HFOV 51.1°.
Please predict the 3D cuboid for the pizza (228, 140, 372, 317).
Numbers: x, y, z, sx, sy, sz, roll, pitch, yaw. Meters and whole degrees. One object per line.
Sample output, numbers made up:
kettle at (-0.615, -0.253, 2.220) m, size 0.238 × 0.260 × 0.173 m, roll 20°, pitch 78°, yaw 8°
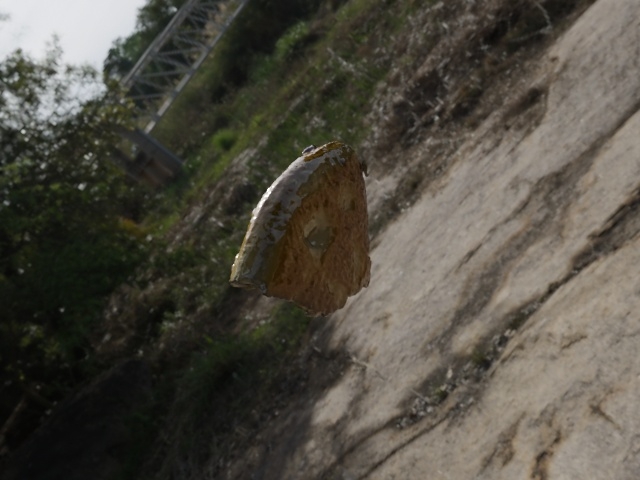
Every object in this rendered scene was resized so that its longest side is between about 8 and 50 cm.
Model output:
pizza at (0.000, 0.000, 0.620) m, size 0.062 × 0.161 × 0.182 m, roll -5°, pitch 53°, yaw 40°
